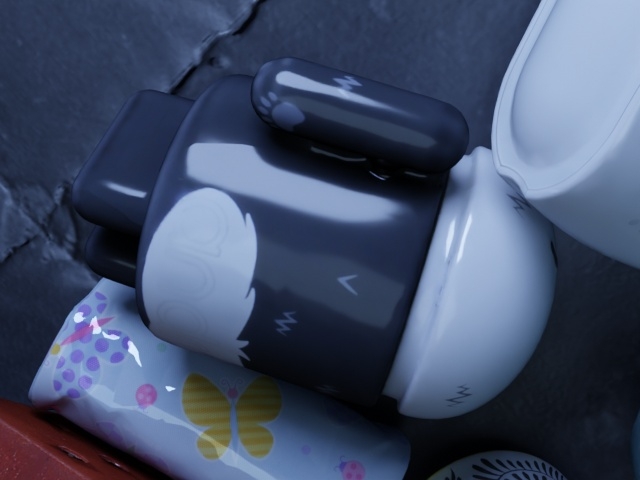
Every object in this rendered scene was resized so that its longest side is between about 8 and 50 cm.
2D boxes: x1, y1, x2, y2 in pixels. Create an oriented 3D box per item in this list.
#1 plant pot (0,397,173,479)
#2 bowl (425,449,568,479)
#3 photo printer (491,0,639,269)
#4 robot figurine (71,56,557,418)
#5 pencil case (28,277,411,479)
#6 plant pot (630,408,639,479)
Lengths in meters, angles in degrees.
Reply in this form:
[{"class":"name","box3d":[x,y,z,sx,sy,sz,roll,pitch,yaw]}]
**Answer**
[{"class":"plant pot","box3d":[-0.199,0.251,0.520,0.267,0.267,0.235,24,77,21]},{"class":"bowl","box3d":[0.136,0.243,0.552,0.170,0.080,0.170,-1,96,-14]},{"class":"photo printer","box3d":[0.237,-0.115,0.365,0.256,0.107,0.307,12,117,-27]},{"class":"robot figurine","box3d":[0.000,-0.001,0.473,0.278,0.209,0.173,17,93,5]},{"class":"pencil case","box3d":[-0.070,0.132,0.570,0.273,0.113,0.124,30,159,-3]},{"class":"plant pot","box3d":[0.321,0.213,0.375,0.341,0.334,0.341,1,127,2]}]
